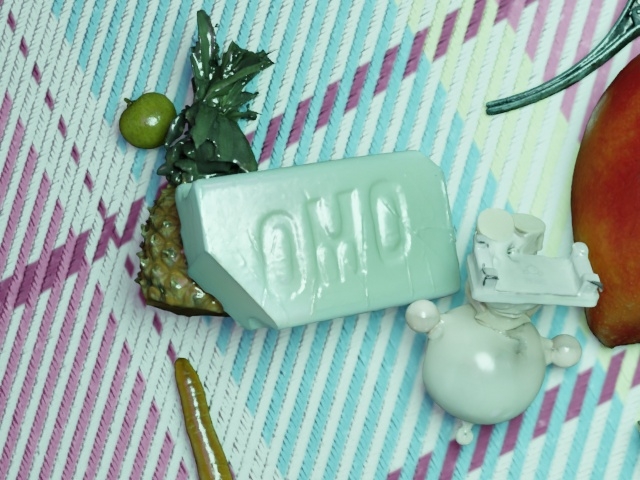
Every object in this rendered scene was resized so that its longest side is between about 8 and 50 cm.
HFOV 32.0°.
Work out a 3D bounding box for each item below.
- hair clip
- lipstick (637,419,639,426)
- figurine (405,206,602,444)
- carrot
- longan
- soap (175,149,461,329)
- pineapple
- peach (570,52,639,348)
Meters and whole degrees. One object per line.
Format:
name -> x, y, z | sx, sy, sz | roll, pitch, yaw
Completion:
hair clip -> 0.293, -0.205, 1.285 | 0.229, 0.039, 0.070 | -36, 79, 10
lipstick -> 0.524, 0.158, 1.169 | 0.371, 0.080, 0.076 | -24, 79, 11
figurine -> 0.197, 0.107, 1.207 | 0.144, 0.181, 0.257 | -124, 35, -46
carrot -> -0.135, 0.259, 1.346 | 0.043, 0.043, 0.248 | -20, 78, 12
longan -> -0.218, -0.153, 1.393 | 0.075, 0.075, 0.083 | -44, 72, 6
soap -> 0.000, 0.000, 1.230 | 0.289, 0.095, 0.173 | -9, 90, -22
pineapple -> -0.130, -0.091, 1.318 | 0.165, 0.165, 0.365 | 4, 84, 14
peach -> 0.381, -0.049, 1.163 | 0.257, 0.201, 0.362 | 29, 92, 14
